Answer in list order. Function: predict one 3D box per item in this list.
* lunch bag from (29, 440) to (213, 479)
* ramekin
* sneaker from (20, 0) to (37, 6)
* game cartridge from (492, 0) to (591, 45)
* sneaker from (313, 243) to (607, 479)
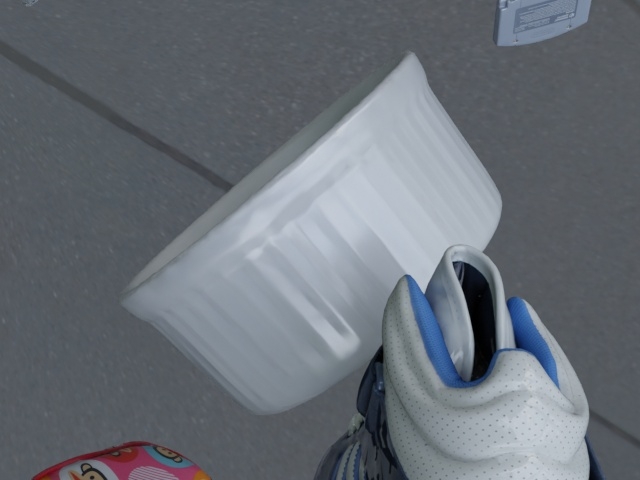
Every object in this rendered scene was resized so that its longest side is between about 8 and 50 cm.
[{"bbox_3d":[-0.151,0.323,0.996,0.120,0.293,0.258,-55,159,18],"label":"lunch bag"},{"bbox_3d":[0.000,0.000,0.803,0.277,0.277,0.135,-42,98,-7],"label":"ramekin"},{"bbox_3d":[-0.156,-0.169,0.341,0.115,0.105,0.281,-51,135,8],"label":"sneaker"},{"bbox_3d":[0.182,-0.188,0.899,0.083,0.017,0.056,-16,141,-9],"label":"game cartridge"},{"bbox_3d":[0.077,0.110,0.672,0.130,0.323,0.236,6,102,-8],"label":"sneaker"}]
